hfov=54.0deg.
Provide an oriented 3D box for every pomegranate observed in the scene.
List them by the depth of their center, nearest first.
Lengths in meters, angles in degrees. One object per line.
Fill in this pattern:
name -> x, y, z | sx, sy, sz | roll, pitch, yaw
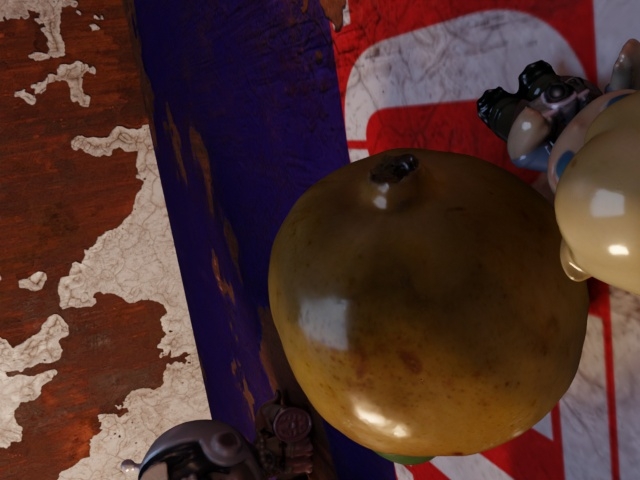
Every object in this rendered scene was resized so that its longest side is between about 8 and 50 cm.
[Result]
pomegranate -> 0.072, 0.046, 0.455 | 0.233, 0.233, 0.233 | 166, 90, -70

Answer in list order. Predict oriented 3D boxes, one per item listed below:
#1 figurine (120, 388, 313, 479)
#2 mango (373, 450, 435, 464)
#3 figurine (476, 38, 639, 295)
figurine -> -0.189, 0.456, 1.254 | 0.211, 0.361, 0.253 | 24, 126, 53
mango -> 0.073, 0.117, 0.648 | 0.157, 0.114, 0.250 | 5, 119, 23
figurine -> 0.162, -0.056, 0.357 | 0.108, 0.114, 0.196 | 62, -176, -39
